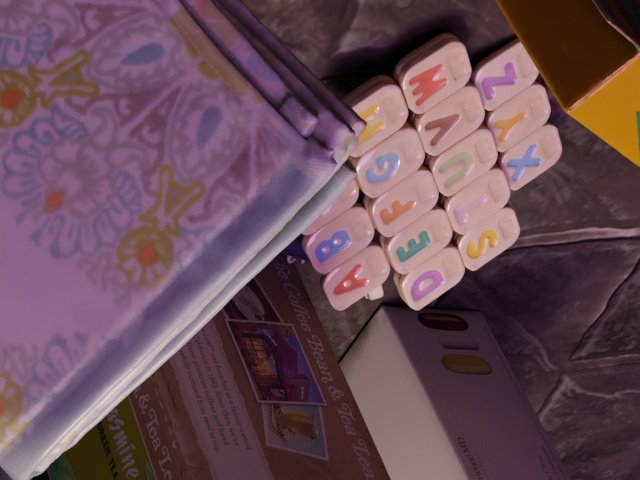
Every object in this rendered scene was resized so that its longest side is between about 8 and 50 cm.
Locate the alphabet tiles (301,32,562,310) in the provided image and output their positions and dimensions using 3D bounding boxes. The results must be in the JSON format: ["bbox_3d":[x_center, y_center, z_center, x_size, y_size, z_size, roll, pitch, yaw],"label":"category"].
[{"bbox_3d":[0.104,-0.058,1.556,0.278,0.021,0.284,-33,137,-9],"label":"alphabet tiles"}]

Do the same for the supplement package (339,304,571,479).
[{"bbox_3d":[0.121,0.233,1.791,0.145,0.262,0.204,4,134,-35],"label":"supplement package"}]

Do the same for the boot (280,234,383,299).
[{"bbox_3d":[0.000,0.000,1.606,0.086,0.069,0.190,-19,136,4],"label":"boot"}]

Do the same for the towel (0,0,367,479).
[{"bbox_3d":[-0.195,-0.055,1.201,0.374,0.320,0.090,-44,174,11],"label":"towel"}]

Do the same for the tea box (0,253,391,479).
[{"bbox_3d":[-0.134,0.215,1.565,0.220,0.329,0.323,6,133,-34],"label":"tea box"}]

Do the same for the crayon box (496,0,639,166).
[{"bbox_3d":[0.251,-0.162,1.423,0.083,0.203,0.323,-39,141,20],"label":"crayon box"}]
